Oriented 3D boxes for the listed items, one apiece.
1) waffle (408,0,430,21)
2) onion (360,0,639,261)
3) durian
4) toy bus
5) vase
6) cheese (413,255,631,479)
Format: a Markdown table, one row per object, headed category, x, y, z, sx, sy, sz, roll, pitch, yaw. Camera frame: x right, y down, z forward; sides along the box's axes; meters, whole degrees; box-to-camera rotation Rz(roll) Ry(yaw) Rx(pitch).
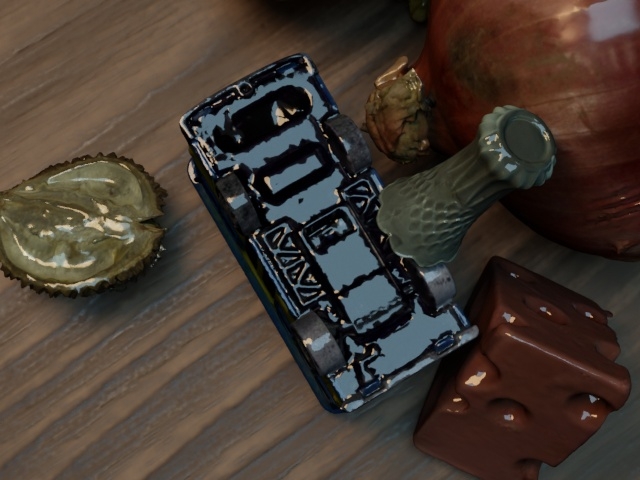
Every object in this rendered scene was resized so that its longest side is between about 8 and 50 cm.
| category | x | y | z | sx | sy | sz | roll | pitch | yaw |
| --- | --- | --- | --- | --- | --- | --- | --- | --- | --- |
| waffle | 0.135 | -0.309 | 1.003 | 0.194 | 0.051 | 0.149 | -41 | 88 | -7 |
| onion | 0.237 | -0.146 | 0.840 | 0.353 | 0.353 | 0.354 | 1 | 81 | -3 |
| durian | -0.228 | -0.008 | 0.915 | 0.188 | 0.091 | 0.148 | 16 | 68 | 3 |
| toy bus | 0.000 | 0.000 | 0.881 | 0.138 | 0.175 | 0.288 | -30 | 83 | -8 |
| vase | 0.111 | -0.042 | 0.740 | 0.081 | 0.148 | 0.081 | 11 | 65 | -23 |
| cheese | 0.173 | 0.138 | 0.886 | 0.128 | 0.203 | 0.177 | 24 | 109 | -1 |
